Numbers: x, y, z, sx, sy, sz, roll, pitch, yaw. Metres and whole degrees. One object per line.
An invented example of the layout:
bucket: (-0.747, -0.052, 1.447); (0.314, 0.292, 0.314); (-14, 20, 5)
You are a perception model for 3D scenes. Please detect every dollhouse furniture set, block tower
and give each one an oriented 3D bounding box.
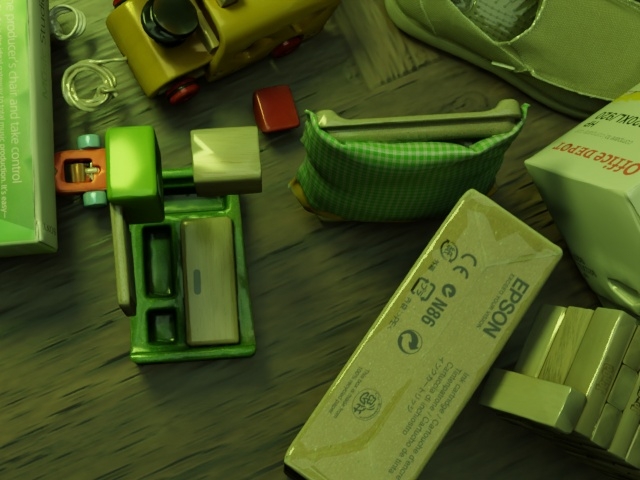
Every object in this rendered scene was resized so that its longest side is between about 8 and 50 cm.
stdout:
dollhouse furniture set: (0.000, 0.000, 1.131); (0.301, 0.197, 0.151); (-4, 80, -3)
block tower: (0.277, 0.153, 1.102); (0.335, 0.091, 0.097); (30, 79, -27)

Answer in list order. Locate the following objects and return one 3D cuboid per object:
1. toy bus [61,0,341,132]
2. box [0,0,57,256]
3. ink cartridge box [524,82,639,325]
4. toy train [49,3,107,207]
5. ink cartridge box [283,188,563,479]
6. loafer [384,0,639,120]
toy bus: (-0.083, -0.186, 1.190); (0.191, 0.104, 0.202); (17, 69, -12)
box: (-0.365, -0.094, 1.168); (0.322, 0.058, 0.232); (-5, 81, 9)
ink cartridge box: (0.312, -0.044, 1.144); (0.233, 0.171, 0.168); (-34, 109, -9)
toy train: (-0.223, -0.100, 1.215); (0.125, 0.046, 0.166); (-9, 82, -11)
ink cartridge box: (0.070, 0.094, 1.120); (0.088, 0.193, 0.234); (34, 81, 6)
loafer: (0.181, -0.170, 1.221); (0.268, 0.092, 0.102); (18, 80, 0)
